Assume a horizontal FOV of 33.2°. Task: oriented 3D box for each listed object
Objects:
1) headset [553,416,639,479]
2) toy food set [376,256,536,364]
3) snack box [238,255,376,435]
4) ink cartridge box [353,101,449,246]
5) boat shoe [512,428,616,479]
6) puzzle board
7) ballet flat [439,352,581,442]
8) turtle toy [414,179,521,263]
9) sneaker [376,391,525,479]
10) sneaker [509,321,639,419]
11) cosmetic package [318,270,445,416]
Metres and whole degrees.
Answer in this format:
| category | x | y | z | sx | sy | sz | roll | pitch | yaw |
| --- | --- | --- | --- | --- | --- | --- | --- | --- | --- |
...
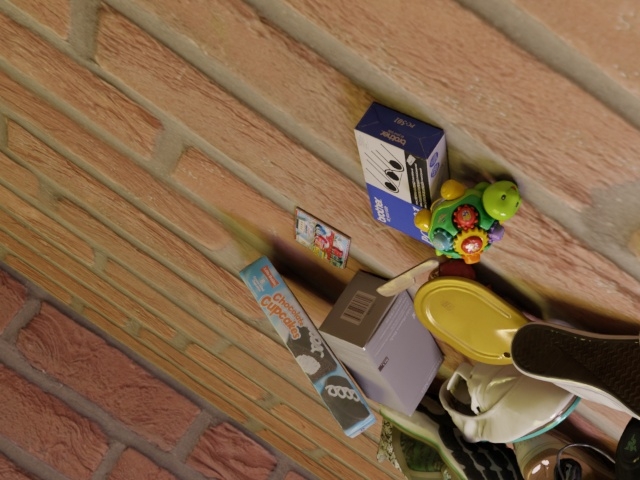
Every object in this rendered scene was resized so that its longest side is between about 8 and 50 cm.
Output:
| category | x | y | z | sx | sy | sz | roll | pitch | yaw |
| --- | --- | --- | --- | --- | --- | --- | --- | --- | --- |
| headset | 0.475 | 0.333 | 1.412 | 0.243 | 0.185 | 0.394 | 34 | 153 | -35 |
| toy food set | 0.202 | 0.080 | 1.475 | 0.218 | 0.071 | 0.128 | 36 | 136 | -12 |
| snack box | -0.018 | 0.183 | 1.811 | 0.322 | 0.060 | 0.187 | 55 | 177 | 12 |
| ink cartridge box | 0.103 | -0.073 | 1.285 | 0.097 | 0.046 | 0.207 | 26 | 159 | 22 |
| boat shoe | 0.432 | 0.397 | 1.803 | 0.341 | 0.121 | 0.110 | 44 | -167 | -39 |
| puzzle board | 0.000 | 0.000 | 1.664 | 0.096 | 0.011 | 0.128 | 30 | 159 | 9 |
| ballet flat | 0.268 | 0.238 | 1.652 | 0.139 | 0.139 | 0.400 | 34 | 163 | 0 |
| turtle toy | 0.176 | -0.024 | 1.226 | 0.095 | 0.066 | 0.130 | 24 | 123 | -29 |
| sneaker | 0.218 | 0.408 | 1.876 | 0.158 | 0.182 | 0.410 | 10 | -166 | -27 |
| sneaker | 0.395 | 0.168 | 1.361 | 0.290 | 0.106 | 0.123 | 19 | 178 | 32 |
| cosmetic package | 0.103 | 0.169 | 1.731 | 0.107 | 0.127 | 0.238 | 18 | 157 | 38 |
